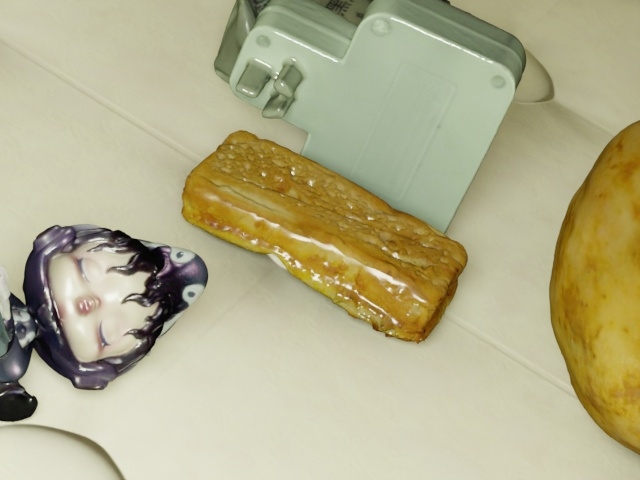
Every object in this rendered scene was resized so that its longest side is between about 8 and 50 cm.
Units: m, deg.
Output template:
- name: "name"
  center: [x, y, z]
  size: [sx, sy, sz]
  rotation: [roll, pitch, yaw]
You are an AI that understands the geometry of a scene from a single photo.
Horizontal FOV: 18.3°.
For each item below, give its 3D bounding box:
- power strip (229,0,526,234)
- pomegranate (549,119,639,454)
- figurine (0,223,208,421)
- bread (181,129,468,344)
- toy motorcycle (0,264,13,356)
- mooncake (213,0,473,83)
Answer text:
- name: "power strip"
  center: [0.041, -0.133, 1.948]
  size: [0.261, 0.229, 0.141]
  rotation: [26, 35, 1]
- name: "pomegranate"
  center: [0.400, 0.038, 1.837]
  size: [0.410, 0.410, 0.410]
  rotation: [17, 35, -12]
- name: "figurine"
  center: [-0.200, 0.060, 1.647]
  size: [0.222, 0.145, 0.145]
  rotation: [-16, 50, -30]
- name: "bread"
  center: [0.001, -0.001, 1.882]
  size: [0.271, 0.077, 0.139]
  rotation: [28, 38, 7]
- name: "toy motorcycle"
  center: [-0.336, 0.082, 1.489]
  size: [0.221, 0.102, 0.150]
  rotation: [-21, 27, -1]
- name: "mooncake"
  center: [0.035, -0.214, 2.141]
  size: [0.250, 0.136, 0.254]
  rotation: [25, 33, 8]
